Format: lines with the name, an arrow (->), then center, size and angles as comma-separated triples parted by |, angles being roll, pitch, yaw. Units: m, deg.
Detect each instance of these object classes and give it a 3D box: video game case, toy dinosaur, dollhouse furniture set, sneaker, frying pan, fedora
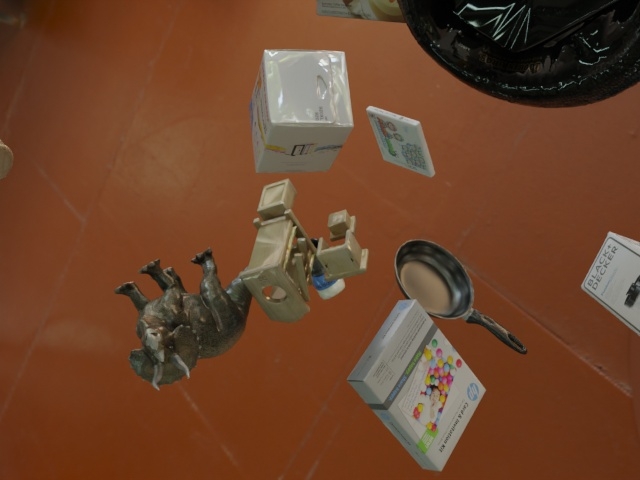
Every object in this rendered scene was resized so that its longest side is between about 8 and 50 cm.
video game case -> 0.177, -0.217, 1.775 | 0.143, 0.157, 0.019 | 26, 64, 39
toy dinosaur -> -0.172, 0.103, 1.083 | 0.121, 0.313, 0.160 | -32, 81, 27
dollhouse furniture set -> 0.000, 0.000, 1.079 | 0.160, 0.101, 0.182 | -15, 39, 23
sneaker -> -0.006, 0.028, 1.225 | 0.058, 0.152, 0.085 | -29, 105, 4
frying pan -> 0.291, 0.112, 1.711 | 0.053, 0.326, 0.197 | -50, 20, 43
fedora -> 0.235, -0.296, 0.830 | 0.334, 0.334, 0.152 | 5, 48, 43

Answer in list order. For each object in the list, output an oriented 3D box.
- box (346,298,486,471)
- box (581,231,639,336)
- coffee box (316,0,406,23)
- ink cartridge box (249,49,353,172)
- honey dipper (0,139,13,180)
box -> 0.134, 0.196, 1.090 | 0.038, 0.186, 0.145 | -8, 36, 51
box -> 0.457, 0.094, 0.954 | 0.290, 0.169, 0.087 | -114, 43, -71
coffee box -> 0.113, -0.449, 1.374 | 0.246, 0.098, 0.141 | 19, 118, 38
ink cartridge box -> -0.046, -0.261, 1.663 | 0.233, 0.168, 0.171 | 123, 142, -67
honey dipper -> -0.248, -0.088, 0.502 | 0.160, 0.030, 0.030 | 39, 110, 25
